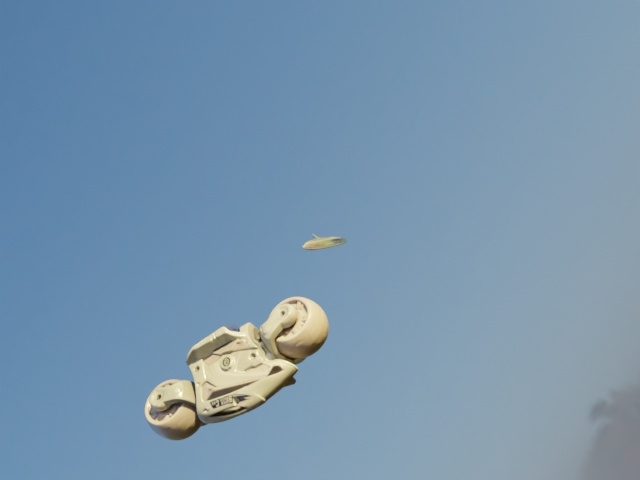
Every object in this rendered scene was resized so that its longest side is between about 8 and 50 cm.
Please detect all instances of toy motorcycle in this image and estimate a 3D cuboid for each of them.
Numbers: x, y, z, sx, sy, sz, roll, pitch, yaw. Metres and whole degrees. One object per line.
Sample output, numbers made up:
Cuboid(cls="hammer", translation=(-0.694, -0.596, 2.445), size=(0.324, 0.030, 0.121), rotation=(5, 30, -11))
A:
Cuboid(cls="toy motorcycle", translation=(-0.097, 0.162, 1.741), size=(0.254, 0.112, 0.112), rotation=(-35, -17, 10))

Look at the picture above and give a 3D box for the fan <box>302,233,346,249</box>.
Cuboid(cls="fan", translation=(0.008, 0.000, 1.990), size=(0.080, 0.060, 0.003), rotation=(-54, -41, -69))
